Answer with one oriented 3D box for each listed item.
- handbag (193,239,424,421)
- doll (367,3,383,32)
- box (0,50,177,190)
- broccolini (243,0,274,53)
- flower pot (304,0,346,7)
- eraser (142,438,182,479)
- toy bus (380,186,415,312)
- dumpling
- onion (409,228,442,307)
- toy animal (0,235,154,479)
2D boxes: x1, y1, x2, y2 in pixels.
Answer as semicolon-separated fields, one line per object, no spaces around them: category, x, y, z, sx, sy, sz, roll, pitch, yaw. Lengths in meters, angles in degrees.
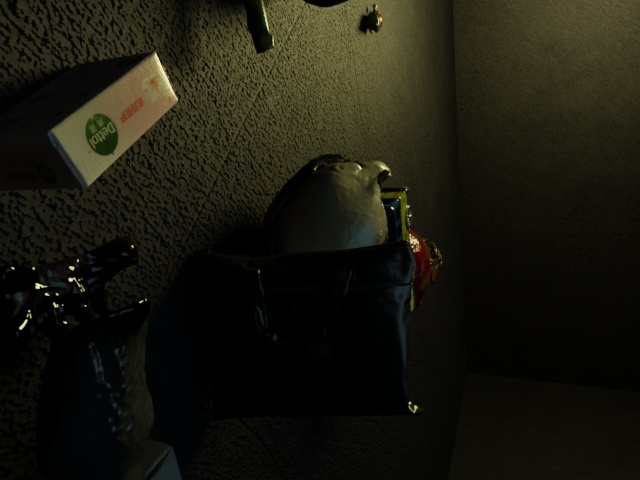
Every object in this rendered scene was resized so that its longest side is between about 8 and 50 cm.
handbag;-0.017;0.105;0.549;0.089;0.253;0.211;-56;141;-77
doll;0.127;-0.516;1.129;0.114;0.039;0.057;-77;-170;-57
box;-0.178;-0.091;0.358;0.125;0.089;0.043;-65;147;-42
broccolini;-0.083;-0.335;0.564;0.058;0.067;0.217;-23;102;-21
flower pot;-0.004;-0.456;0.662;0.243;0.157;0.189;65;34;-20
eraser;-0.166;0.299;0.426;0.124;0.067;0.210;-45;132;-59
toy bus;0.111;0.046;0.979;0.175;0.138;0.288;-44;131;-60
dumpling;-0.010;-0.012;0.701;0.163;0.204;0.293;45;70;-12
onion;0.215;0.063;1.175;0.230;0.163;0.230;-7;90;-87
toy animal;-0.147;0.107;0.348;0.210;0.117;0.121;69;19;-3
